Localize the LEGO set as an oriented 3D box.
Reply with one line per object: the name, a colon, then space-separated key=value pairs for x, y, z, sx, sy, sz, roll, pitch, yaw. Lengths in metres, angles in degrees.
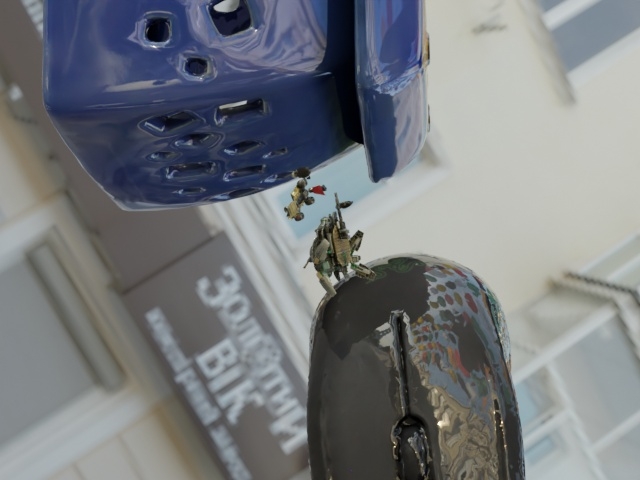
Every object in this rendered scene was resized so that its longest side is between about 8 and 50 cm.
LEGO set: x=0.000 y=-0.003 z=0.759 sx=0.023 sy=0.054 sz=0.083 roll=-10 pitch=-55 yaw=27

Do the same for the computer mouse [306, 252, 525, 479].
computer mouse: x=0.059 y=0.093 z=0.833 sx=0.272 sy=0.188 sz=0.072 roll=-99 pitch=175 yaw=-47

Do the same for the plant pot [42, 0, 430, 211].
plant pot: x=-0.040 y=-0.155 z=0.925 sx=0.236 sy=0.212 sz=0.236 roll=70 pitch=19 yaw=-76
